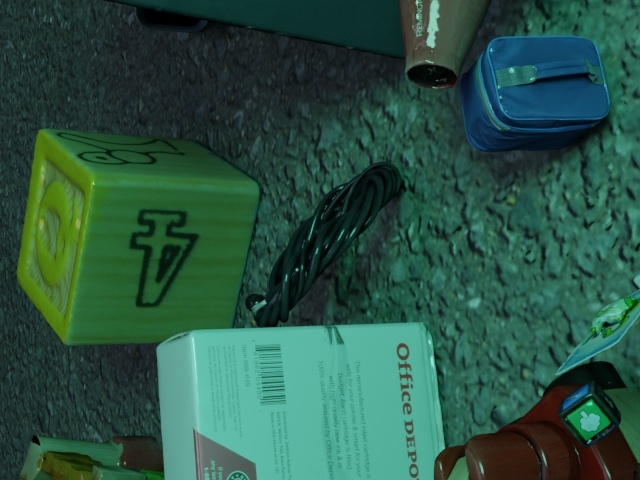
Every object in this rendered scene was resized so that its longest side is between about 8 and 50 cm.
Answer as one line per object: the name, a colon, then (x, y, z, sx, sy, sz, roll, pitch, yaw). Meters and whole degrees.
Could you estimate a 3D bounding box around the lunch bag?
lunch bag: (0.152, -0.102, 0.736, 0.065, 0.098, 0.067, 132, 131, -69)

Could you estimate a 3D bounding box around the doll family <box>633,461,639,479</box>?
doll family: (0.242, 0.094, 0.544, 0.193, 0.111, 0.076, -60, -2, -12)

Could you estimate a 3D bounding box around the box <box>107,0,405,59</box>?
box: (-0.105, -0.283, 0.911, 0.312, 0.343, 0.179, 28, 110, 55)

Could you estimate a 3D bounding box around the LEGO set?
LEGO set: (0.217, 0.021, 0.538, 0.060, 0.244, 0.182, 51, 138, 2)

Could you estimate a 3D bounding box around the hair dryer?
hair dryer: (0.140, -0.227, 0.691, 0.293, 0.080, 0.223, -53, 40, 10)

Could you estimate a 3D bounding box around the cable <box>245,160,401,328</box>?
cable: (0.000, 0.000, 0.921, 0.184, 0.047, 0.150, -48, 1, 0)

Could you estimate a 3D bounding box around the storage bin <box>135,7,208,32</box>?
storage bin: (-0.163, -0.306, 1.245, 0.091, 0.098, 0.135, -159, 72, -84)

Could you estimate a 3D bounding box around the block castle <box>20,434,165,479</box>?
block castle: (-0.148, 0.383, 1.076, 0.453, 0.212, 0.303, 6, 82, 50)

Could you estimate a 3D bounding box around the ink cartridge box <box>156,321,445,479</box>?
ink cartridge box: (-0.014, 0.151, 0.863, 0.092, 0.217, 0.159, -25, 68, 60)

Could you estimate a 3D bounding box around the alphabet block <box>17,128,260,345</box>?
alphabet block: (-0.208, -0.006, 1.188, 0.192, 0.197, 0.194, 33, 116, 53)

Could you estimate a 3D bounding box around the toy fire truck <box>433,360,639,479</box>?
toy fire truck: (0.090, 0.197, 0.675, 0.217, 0.246, 0.159, -54, 45, 40)
